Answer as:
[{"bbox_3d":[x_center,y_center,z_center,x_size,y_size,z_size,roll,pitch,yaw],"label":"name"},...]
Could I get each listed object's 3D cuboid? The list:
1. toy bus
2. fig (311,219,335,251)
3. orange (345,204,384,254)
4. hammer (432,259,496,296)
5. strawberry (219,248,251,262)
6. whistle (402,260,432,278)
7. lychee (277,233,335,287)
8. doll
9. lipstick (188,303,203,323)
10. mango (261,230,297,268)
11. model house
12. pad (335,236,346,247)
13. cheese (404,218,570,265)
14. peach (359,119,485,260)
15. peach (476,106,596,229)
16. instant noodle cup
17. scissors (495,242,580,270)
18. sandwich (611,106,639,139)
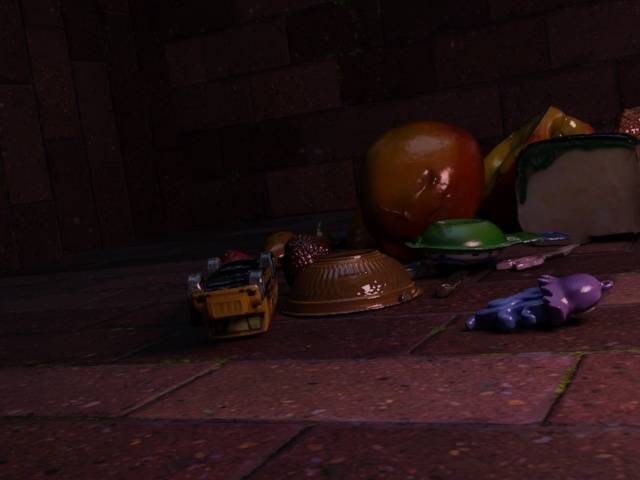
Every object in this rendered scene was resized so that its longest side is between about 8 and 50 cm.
[{"bbox_3d":[-0.138,0.092,1.410,0.121,0.123,0.335,-7,6,1],"label":"toy bus"},{"bbox_3d":[0.000,0.000,2.281,0.082,0.098,0.084,0,21,46],"label":"fig"},{"bbox_3d":[0.209,-0.026,2.297,0.274,0.274,0.310,-3,38,42],"label":"orange"},{"bbox_3d":[0.260,0.068,1.575,0.125,0.027,0.297,-6,6,17],"label":"hammer"},{"bbox_3d":[-0.191,0.067,1.896,0.106,0.106,0.106,-8,6,1],"label":"strawberry"},{"bbox_3d":[0.179,0.064,1.687,0.100,0.035,0.035,-10,6,-12],"label":"whistle"},{"bbox_3d":[-0.023,0.047,1.719,0.129,0.123,0.123,-5,3,-31],"label":"lychee"},{"bbox_3d":[0.299,0.088,1.140,0.206,0.067,0.110,-18,16,23],"label":"doll"},{"bbox_3d":[-0.233,0.118,1.677,0.051,0.051,0.312,-11,4,-6],"label":"lipstick"},{"bbox_3d":[-0.102,0.027,2.211,0.115,0.090,0.178,-18,9,1],"label":"mango"},{"bbox_3d":[0.638,-0.125,1.900,0.298,0.243,0.284,-2,6,43],"label":"model house"},{"bbox_3d":[0.131,-0.020,2.481,0.190,0.004,0.127,-15,-19,-45],"label":"pad"},{"bbox_3d":[0.329,0.001,1.650,0.320,0.083,0.204,-2,7,-5],"label":"cheese"},{"bbox_3d":[0.237,-0.124,1.999,0.373,0.290,0.372,-29,28,17],"label":"peach"},{"bbox_3d":[0.564,-0.164,2.222,0.242,0.306,0.380,34,-15,-7],"label":"peach"},{"bbox_3d":[0.055,0.069,1.539,0.274,0.090,0.274,-8,5,1],"label":"instant noodle cup"},{"bbox_3d":[0.449,0.033,1.669,0.212,0.021,0.110,-12,3,-32],"label":"scissors"},{"bbox_3d":[0.822,-0.204,2.110,0.250,0.301,0.162,6,-16,-27],"label":"sandwich"}]
